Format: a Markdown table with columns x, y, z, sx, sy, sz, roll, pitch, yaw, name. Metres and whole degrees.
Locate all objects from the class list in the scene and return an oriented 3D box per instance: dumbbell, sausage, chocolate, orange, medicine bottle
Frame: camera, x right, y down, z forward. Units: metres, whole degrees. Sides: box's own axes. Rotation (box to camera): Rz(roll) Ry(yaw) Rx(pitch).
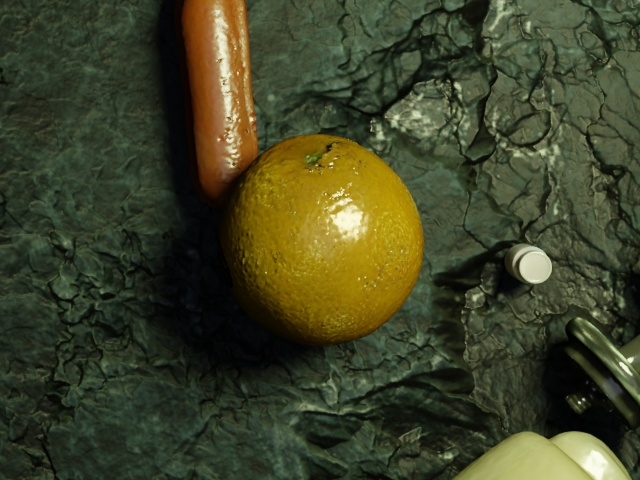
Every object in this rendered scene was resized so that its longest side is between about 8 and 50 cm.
| x | y | z | sx | sy | sz | roll | pitch | yaw | name |
| --- | --- | --- | --- | --- | --- | --- | --- | --- | --- |
| 0.451 | 0.134 | 1.396 | 0.290 | 0.192 | 0.192 | -39 | 94 | 2 | dumbbell |
| -0.139 | -0.205 | 1.409 | 0.102 | 0.102 | 0.331 | -5 | 94 | -1 | sausage |
| 0.304 | 0.421 | 1.360 | 0.297 | 0.314 | 0.326 | -31 | 95 | -4 | chocolate |
| 0.000 | 0.000 | 1.342 | 0.274 | 0.274 | 0.274 | 0 | 94 | -1 | orange |
| 0.288 | 0.033 | 1.436 | 0.052 | 0.089 | 0.052 | 0 | 94 | -1 | medicine bottle |
